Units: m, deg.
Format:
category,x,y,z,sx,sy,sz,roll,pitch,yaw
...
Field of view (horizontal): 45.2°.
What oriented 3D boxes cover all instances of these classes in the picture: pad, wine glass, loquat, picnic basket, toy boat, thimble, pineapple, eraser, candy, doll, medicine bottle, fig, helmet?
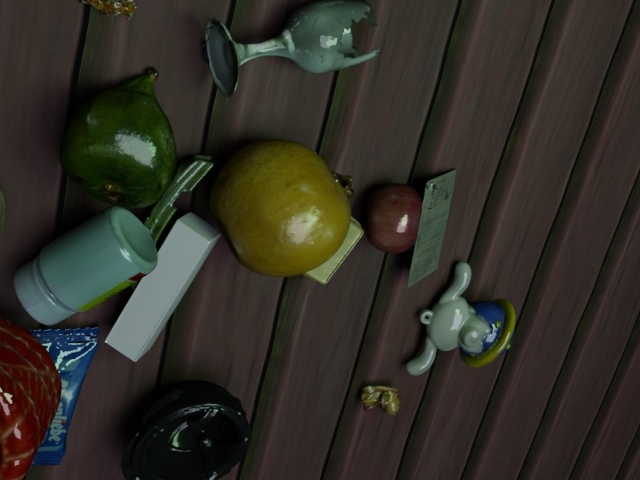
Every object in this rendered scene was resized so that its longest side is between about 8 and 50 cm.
category,x,y,z,sx,sy,sz,roll,pitch,yaw
pad,0.261,-0.028,1.780,0.159,0.009,0.265,-26,130,-52
wine glass,-0.049,-0.362,1.407,0.321,0.143,0.143,-19,122,-21
loquat,-0.064,-0.059,1.467,0.275,0.275,0.274,-13,120,-24
picnic basket,0.000,0.000,1.649,0.115,0.079,0.164,37,93,-36
toy boat,-0.301,-0.042,1.453,0.055,0.093,0.293,30,101,-19
thimble,-0.638,0.297,1.306,0.350,0.230,0.350,-2,109,-7
pineapple,-0.335,-0.411,1.247,0.114,0.114,0.077,27,81,-40
eraser,-0.304,0.091,1.481,0.076,0.078,0.298,34,108,1
candy,-0.555,0.313,1.502,0.187,0.077,0.331,6,113,-39
doll,0.358,0.247,1.927,0.243,0.159,0.311,33,99,-38
medicine bottle,-0.417,0.046,1.371,0.225,0.139,0.139,-30,127,10
fig,-0.337,-0.193,1.335,0.203,0.235,0.203,5,146,3
helmet,-0.290,0.402,1.641,0.279,0.160,0.230,-31,126,5

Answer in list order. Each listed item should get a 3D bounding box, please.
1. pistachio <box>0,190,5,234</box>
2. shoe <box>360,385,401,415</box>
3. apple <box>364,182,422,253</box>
category,x,y,z,sx,sy,sz,roll,pitch,yaw
pistachio,-0.608,-0.002,1.283,0.152,0.126,0.223,-2,115,-66
shoe,0.149,0.404,1.946,0.109,0.072,0.069,24,62,-40
apple,0.156,-0.048,1.673,0.120,0.153,0.153,7,114,1
